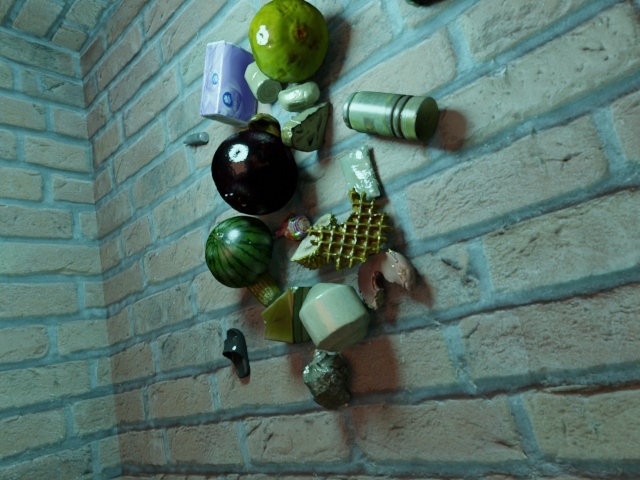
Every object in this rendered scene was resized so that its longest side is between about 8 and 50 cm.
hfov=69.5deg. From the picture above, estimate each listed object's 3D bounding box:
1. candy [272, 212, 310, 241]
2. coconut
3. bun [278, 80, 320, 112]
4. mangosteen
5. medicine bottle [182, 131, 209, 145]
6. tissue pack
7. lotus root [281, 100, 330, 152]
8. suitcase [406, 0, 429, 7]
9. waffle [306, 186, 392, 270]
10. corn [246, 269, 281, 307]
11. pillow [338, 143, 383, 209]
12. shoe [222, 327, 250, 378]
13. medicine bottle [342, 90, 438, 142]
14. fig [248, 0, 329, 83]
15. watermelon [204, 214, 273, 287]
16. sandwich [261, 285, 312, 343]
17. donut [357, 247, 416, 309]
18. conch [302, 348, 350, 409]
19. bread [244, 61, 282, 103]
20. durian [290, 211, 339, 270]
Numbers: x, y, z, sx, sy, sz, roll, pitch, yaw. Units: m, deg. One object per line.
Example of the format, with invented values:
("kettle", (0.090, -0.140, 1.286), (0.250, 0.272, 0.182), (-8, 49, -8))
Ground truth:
("candy", (-0.182, -0.024, 2.018), (0.365, 0.124, 0.124), (-22, 73, 45))
("coconut", (0.048, 0.271, 1.717), (0.237, 0.237, 0.266), (-46, 67, 29))
("bun", (-0.085, -0.598, 1.936), (0.188, 0.164, 0.111), (-12, 107, 23))
("mangosteen", (-0.258, -0.318, 1.954), (0.381, 0.382, 0.436), (0, 54, 40))
("medicine bottle", (-0.682, -0.543, 2.487), (0.198, 0.057, 0.058), (-2, 86, 40))
("tissue pack", (-0.414, -0.724, 2.154), (0.160, 0.242, 0.339), (8, 93, 38))
("lotus root", (-0.048, -0.449, 1.879), (0.074, 0.260, 0.170), (16, 129, 39))
("suitcase", (0.382, -1.015, 1.537), (0.338, 0.193, 0.352), (-15, 79, 36))
("waffle", (0.116, -0.029, 1.676), (0.293, 0.069, 0.260), (-41, 66, -2))
("corn", (-0.299, 0.159, 2.085), (0.344, 0.131, 0.131), (44, 114, 30))
("pillow", (0.153, -0.245, 1.779), (0.148, 0.050, 0.230), (-24, 70, 32))
("shoe", (-0.408, 0.533, 2.177), (0.108, 0.093, 0.241), (-31, 70, 36))
("medicine bottle", (0.242, -0.447, 1.647), (0.322, 0.151, 0.152), (21, 101, 39))
("fig", (-0.134, -0.805, 1.890), (0.343, 0.343, 0.344), (-3, 86, 40))
("watermelon", (-0.378, 0.039, 1.984), (0.330, 0.189, 0.332), (-10, 74, 36))
("sandwich", (-0.134, 0.299, 1.917), (0.198, 0.155, 0.228), (-1, 87, 40))
("donut", (0.234, 0.130, 1.666), (0.232, 0.085, 0.199), (-34, 67, 34))
("conch", (0.031, 0.535, 1.765), (0.246, 0.178, 0.163), (62, 164, 5))
("bread", (-0.259, -0.715, 2.083), (0.133, 0.148, 0.141), (-27, 65, -6))
("durian", (0.008, 0.008, 1.837), (0.137, 0.183, 0.250), (35, 111, -3))
